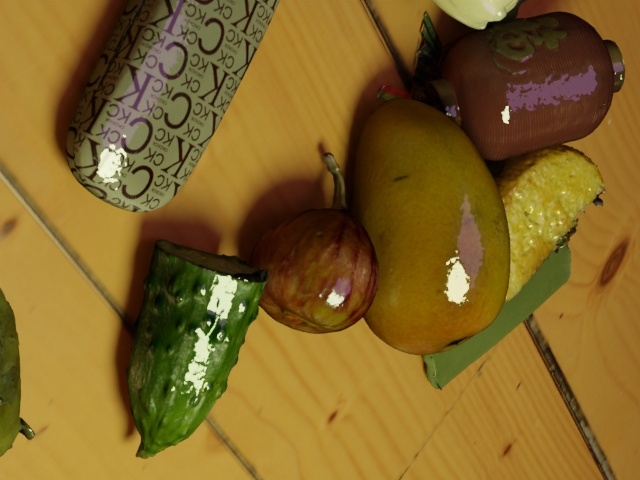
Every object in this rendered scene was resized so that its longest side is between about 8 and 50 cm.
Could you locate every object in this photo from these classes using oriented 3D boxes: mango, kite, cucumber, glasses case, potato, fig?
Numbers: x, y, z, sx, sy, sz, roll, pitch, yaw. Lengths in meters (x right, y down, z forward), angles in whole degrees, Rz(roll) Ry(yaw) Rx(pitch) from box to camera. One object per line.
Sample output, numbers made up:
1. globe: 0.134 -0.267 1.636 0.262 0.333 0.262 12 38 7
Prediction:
1. mango: 0.125 -0.016 1.452 0.173 0.211 0.317 -15 101 -40
2. kite: 0.137 -0.167 1.552 0.183 0.014 0.241 9 96 -44
3. cucumber: -0.149 0.125 1.290 0.134 0.134 0.244 11 101 -45
4. glasses case: -0.140 -0.197 1.224 0.137 0.085 0.354 34 77 -43
5. potato: -0.333 0.116 1.125 0.117 0.090 0.225 -38 132 -38
6. fig: 0.000 0.028 1.389 0.149 0.148 0.202 -55 179 37

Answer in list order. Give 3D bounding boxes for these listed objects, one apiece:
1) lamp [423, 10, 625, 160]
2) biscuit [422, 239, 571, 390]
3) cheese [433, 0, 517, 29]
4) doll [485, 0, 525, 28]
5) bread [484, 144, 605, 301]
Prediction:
1. lamp: 0.260 -0.200 1.511 0.258 0.180 0.180 -16 115 -10
2. biscuit: 0.256 0.092 1.723 0.322 0.038 0.099 -36 127 -33
3. cheese: 0.209 -0.387 1.441 0.233 0.127 0.266 48 65 -20
4. doll: 0.229 -0.345 1.554 0.115 0.078 0.150 -4 94 -54
5. bread: 0.241 -0.053 1.588 0.260 0.160 0.147 -45 122 -18
